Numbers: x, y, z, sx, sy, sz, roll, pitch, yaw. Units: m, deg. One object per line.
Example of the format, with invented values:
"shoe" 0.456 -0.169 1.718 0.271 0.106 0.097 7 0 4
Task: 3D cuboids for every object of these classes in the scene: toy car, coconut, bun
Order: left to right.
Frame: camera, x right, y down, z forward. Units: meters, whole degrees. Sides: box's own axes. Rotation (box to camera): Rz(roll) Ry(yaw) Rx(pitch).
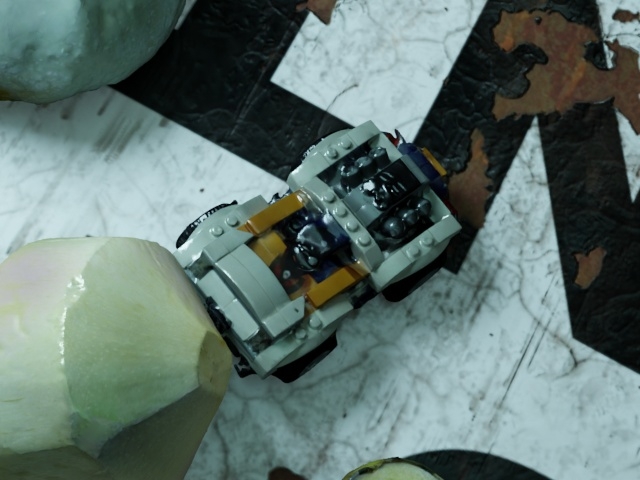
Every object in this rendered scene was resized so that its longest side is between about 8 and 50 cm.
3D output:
"bun" -0.303 -0.303 1.429 0.362 0.211 0.362 3 70 -8
"coconut" -0.200 0.118 1.293 0.259 0.259 0.259 3 71 -9
"toy car" 0.001 -0.001 1.439 0.301 0.118 0.193 -35 79 -20

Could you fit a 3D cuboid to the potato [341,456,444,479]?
"potato" 0.075 0.310 1.367 0.164 0.081 0.200 -19 79 -24
